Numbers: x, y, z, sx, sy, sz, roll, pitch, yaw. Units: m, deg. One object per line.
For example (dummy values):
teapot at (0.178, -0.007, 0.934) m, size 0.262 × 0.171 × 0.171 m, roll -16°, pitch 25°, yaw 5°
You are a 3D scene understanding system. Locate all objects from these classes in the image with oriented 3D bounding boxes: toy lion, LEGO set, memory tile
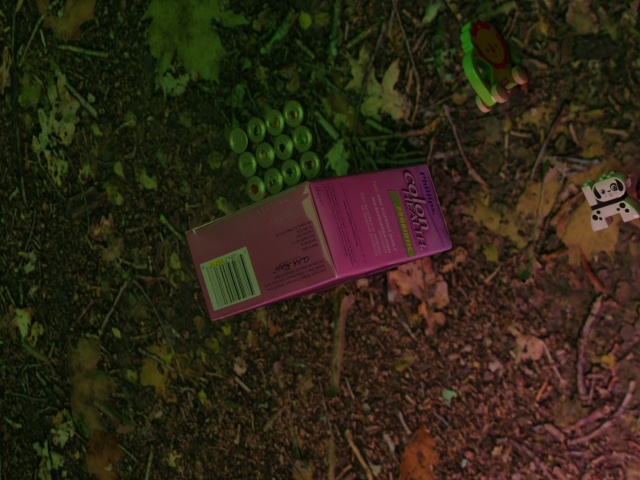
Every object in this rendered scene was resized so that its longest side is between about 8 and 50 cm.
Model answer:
toy lion at (0.192, -0.207, 1.328) m, size 0.034 × 0.100 × 0.096 m, roll -30°, pitch 98°, yaw 41°
LEGO set at (0.377, -0.096, 1.199) m, size 0.227 × 0.087 × 0.093 m, roll -21°, pitch 100°, yaw 40°
memory tile at (-0.063, -0.124, 1.605) m, size 0.148 × 0.012 × 0.113 m, roll -21°, pitch 85°, yaw 40°

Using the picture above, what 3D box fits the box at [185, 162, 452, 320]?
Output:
box at (0.000, 0.000, 1.426) m, size 0.213 × 0.243 × 0.117 m, roll -20°, pitch 86°, yaw 39°
